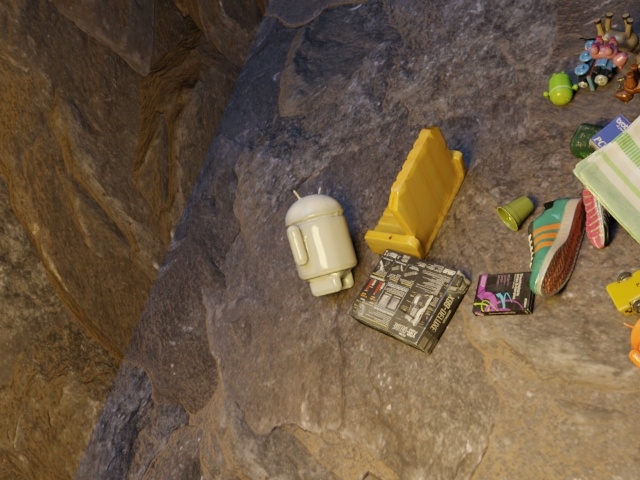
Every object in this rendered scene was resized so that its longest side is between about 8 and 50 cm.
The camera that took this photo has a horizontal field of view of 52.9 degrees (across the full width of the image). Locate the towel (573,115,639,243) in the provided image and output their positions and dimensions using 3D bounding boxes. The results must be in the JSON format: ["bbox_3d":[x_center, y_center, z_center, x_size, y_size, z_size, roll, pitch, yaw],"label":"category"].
[{"bbox_3d":[0.819,-0.187,1.550,0.325,0.038,0.248,-41,72,9],"label":"towel"}]

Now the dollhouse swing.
[{"bbox_3d":[0.250,-0.165,1.997,0.315,0.305,0.347,11,67,49],"label":"dollhouse swing"}]

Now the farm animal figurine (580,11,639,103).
[{"bbox_3d":[0.906,-0.490,1.736,0.326,0.172,0.330,-14,48,19],"label":"farm animal figurine"}]

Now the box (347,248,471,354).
[{"bbox_3d":[0.253,0.170,1.884,0.307,0.076,0.242,17,71,51],"label":"box"}]

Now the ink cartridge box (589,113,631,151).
[{"bbox_3d":[0.785,-0.207,1.609,0.097,0.046,0.207,-41,71,10],"label":"ink cartridge box"}]

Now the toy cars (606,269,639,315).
[{"bbox_3d":[0.804,0.024,1.444,0.394,0.087,0.176,-54,34,-13],"label":"toy cars"}]

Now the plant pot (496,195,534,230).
[{"bbox_3d":[0.555,-0.084,1.807,0.079,0.083,0.083,-37,36,-3],"label":"plant pot"}]

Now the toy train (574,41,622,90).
[{"bbox_3d":[0.832,-0.532,1.915,0.105,0.080,0.184,10,65,43],"label":"toy train"}]

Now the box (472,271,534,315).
[{"bbox_3d":[0.489,0.142,1.706,0.162,0.029,0.116,-8,53,41],"label":"box"}]

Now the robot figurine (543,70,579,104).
[{"bbox_3d":[0.733,-0.462,1.961,0.101,0.067,0.115,-9,51,26],"label":"robot figurine"}]

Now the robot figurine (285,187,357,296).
[{"bbox_3d":[0.000,0.000,2.113,0.199,0.300,0.354,-17,85,32],"label":"robot figurine"}]

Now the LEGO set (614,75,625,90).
[{"bbox_3d":[0.875,-0.442,1.842,0.054,0.023,0.083,-6,41,41],"label":"LEGO set"}]

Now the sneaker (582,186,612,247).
[{"bbox_3d":[0.716,-0.063,1.625,0.063,0.074,0.170,121,151,-69],"label":"sneaker"}]

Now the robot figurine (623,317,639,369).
[{"bbox_3d":[0.725,0.224,1.304,0.158,0.128,0.219,-49,35,12],"label":"robot figurine"}]

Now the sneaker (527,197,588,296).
[{"bbox_3d":[0.588,0.017,1.659,0.121,0.108,0.302,2,52,48],"label":"sneaker"}]

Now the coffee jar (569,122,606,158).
[{"bbox_3d":[0.774,-0.257,1.724,0.184,0.079,0.096,25,86,53],"label":"coffee jar"}]
